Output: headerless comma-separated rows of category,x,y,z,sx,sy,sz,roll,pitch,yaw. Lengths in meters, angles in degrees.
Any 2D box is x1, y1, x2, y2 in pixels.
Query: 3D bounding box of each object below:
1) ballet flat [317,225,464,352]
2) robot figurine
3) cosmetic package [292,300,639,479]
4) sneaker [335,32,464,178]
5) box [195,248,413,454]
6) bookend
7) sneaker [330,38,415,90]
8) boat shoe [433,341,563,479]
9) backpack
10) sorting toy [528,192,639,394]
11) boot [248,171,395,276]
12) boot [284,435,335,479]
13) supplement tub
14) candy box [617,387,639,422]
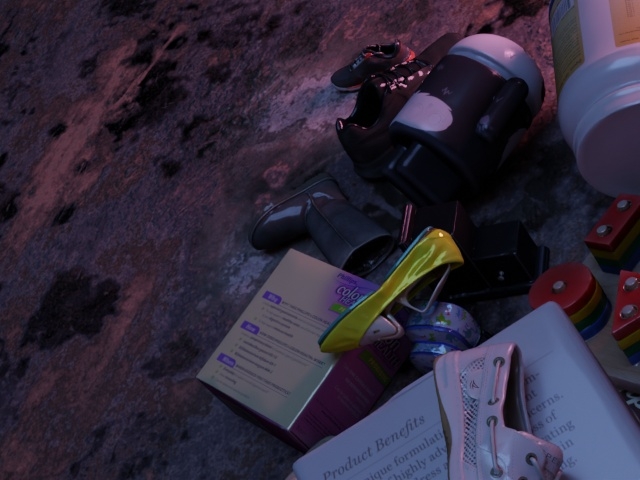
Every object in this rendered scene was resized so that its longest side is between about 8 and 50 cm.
ballet flat,0.098,0.082,1.724,0.231,0.077,0.077,-45,72,2
robot figurine,0.216,-0.176,1.956,0.209,0.173,0.278,28,74,36
cosmetic package,0.236,0.349,1.330,0.329,0.327,0.394,-33,51,8
sneaker,0.136,-0.235,2.094,0.109,0.130,0.286,22,68,47
box,-0.016,0.163,1.870,0.213,0.117,0.243,21,70,45
bookend,0.213,0.010,1.805,0.157,0.156,0.072,-10,49,28
sneaker,0.081,-0.310,2.247,0.158,0.065,0.061,-19,46,22
boat shoe,0.171,0.206,1.179,0.096,0.098,0.277,-23,50,17
backpack,0.167,0.135,1.760,0.105,0.114,0.084,0,55,36
sorting toy,0.394,0.053,1.629,0.255,0.089,0.257,-48,32,-20
boot,-0.002,0.000,2.047,0.189,0.076,0.208,-39,48,4
boot,-0.036,0.371,1.723,0.077,0.213,0.165,27,31,11
supplement tub,0.436,-0.233,1.797,0.228,0.228,0.316,-17,46,24
candy box,0.374,0.206,1.595,0.186,0.053,0.109,-27,43,13
